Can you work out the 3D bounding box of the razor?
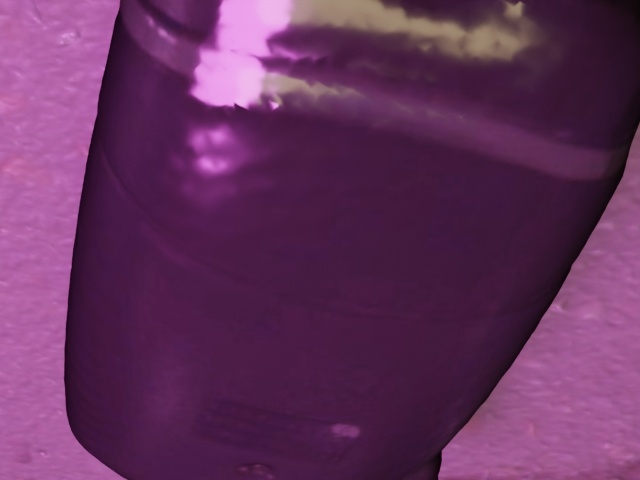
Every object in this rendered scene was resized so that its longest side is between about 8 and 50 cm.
[{"bbox_3d":[0.000,0.001,0.575,0.204,0.113,0.349,12,133,-7],"label":"razor"}]
